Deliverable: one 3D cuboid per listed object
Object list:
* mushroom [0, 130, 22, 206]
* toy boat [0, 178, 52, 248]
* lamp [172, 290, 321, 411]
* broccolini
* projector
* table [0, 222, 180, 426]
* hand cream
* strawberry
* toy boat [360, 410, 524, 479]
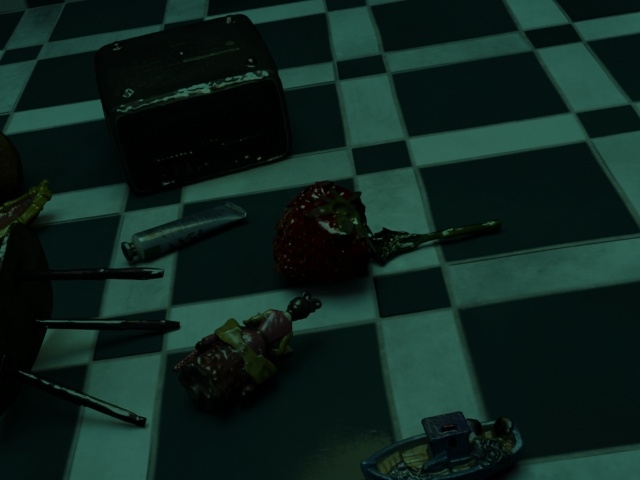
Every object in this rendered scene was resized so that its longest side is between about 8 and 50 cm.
[{"bbox_3d":[-0.825,-0.163,2.206,0.345,0.239,0.345,-2,49,3],"label":"mushroom"},{"bbox_3d":[-0.697,-0.028,2.077,0.318,0.099,0.141,-26,36,-28],"label":"toy boat"},{"bbox_3d":[-0.110,0.169,1.601,0.118,0.118,0.253,19,44,37],"label":"lamp"},{"bbox_3d":[0.209,-0.002,1.859,0.254,0.071,0.057,-7,-9,-7],"label":"broccolini"},{"bbox_3d":[-0.298,-0.328,2.292,0.395,0.242,0.405,-14,34,-8],"label":"projector"},{"bbox_3d":[-0.377,0.162,1.614,0.249,0.317,0.317,8,34,2],"label":"table"},{"bbox_3d":[-0.272,-0.023,1.992,0.256,0.055,0.088,-24,28,-25],"label":"hand cream"},{"bbox_3d":[0.000,0.000,1.792,0.201,0.187,0.184,-35,-13,26],"label":"strawberry"},{"bbox_3d":[0.164,0.287,1.357,0.223,0.097,0.100,-12,30,-5],"label":"toy boat"}]
